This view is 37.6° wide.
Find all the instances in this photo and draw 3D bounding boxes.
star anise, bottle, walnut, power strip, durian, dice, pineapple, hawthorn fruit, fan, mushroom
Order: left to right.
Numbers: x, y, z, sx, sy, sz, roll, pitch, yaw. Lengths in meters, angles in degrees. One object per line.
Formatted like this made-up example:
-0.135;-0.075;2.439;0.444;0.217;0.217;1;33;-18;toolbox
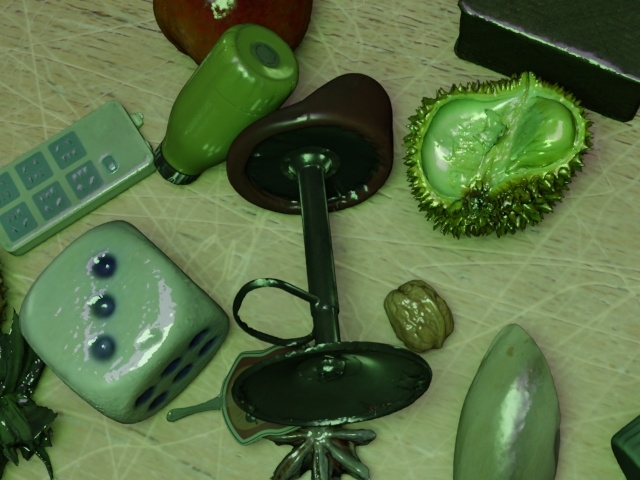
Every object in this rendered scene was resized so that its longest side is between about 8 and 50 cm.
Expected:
-0.438;0.154;1.225;0.165;0.165;0.364;-28;82;-2;pineapple
-0.355;-0.088;1.324;0.270;0.046;0.118;-33;74;-4;power strip
-0.243;0.103;1.181;0.192;0.194;0.193;43;81;14;dice
-0.135;-0.164;1.225;0.112;0.260;0.112;20;51;-27;bottle
-0.109;-0.361;1.266;0.224;0.224;0.261;21;116;12;hawthorn fruit
-0.103;0.201;1.201;0.220;0.009;0.132;-16;53;19;fan
-0.012;0.249;1.182;0.181;0.061;0.204;-24;72;5;star anise
0.126;0.098;1.200;0.079;0.082;0.096;-28;79;-33;walnut
0.217;-0.105;1.196;0.237;0.176;0.200;-22;64;-5;durian
0.214;0.275;1.118;0.128;0.128;0.350;13;79;10;mushroom

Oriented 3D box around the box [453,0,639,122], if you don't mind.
0.334;-0.304;1.255;0.273;0.143;0.184;25;79;11;box

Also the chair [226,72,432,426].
0.000;0.000;1.143;0.227;0.226;0.401;-7;58;5;chair

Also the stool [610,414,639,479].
0.525;0.236;1.018;0.330;0.297;0.297;-33;74;2;stool
